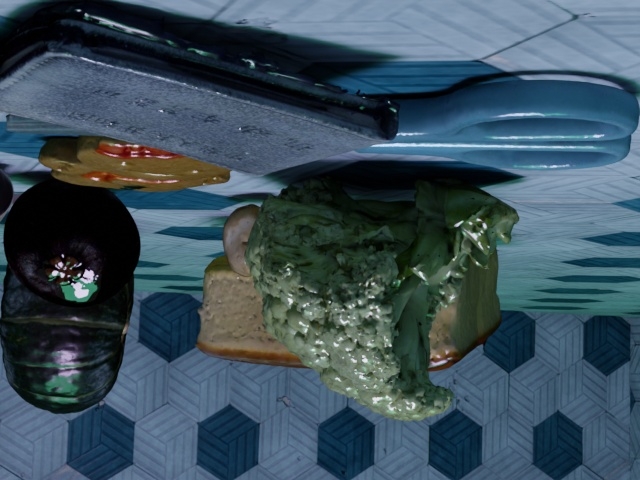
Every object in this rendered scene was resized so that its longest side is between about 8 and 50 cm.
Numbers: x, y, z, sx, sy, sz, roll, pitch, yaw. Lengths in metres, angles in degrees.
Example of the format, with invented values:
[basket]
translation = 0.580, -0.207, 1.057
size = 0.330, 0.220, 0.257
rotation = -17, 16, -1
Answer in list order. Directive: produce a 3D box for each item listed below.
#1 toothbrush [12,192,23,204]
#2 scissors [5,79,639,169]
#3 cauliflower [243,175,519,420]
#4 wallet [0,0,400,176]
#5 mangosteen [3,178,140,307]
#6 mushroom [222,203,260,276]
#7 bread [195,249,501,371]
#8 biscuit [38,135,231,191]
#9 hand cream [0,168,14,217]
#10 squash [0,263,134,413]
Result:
[toothbrush]
translation = -0.316, -0.045, 1.361
size = 0.194, 0.014, 0.017
rotation = 1, 174, 11
[scissors]
translation = -0.010, -0.079, 0.869
size = 0.447, 0.029, 0.192
rotation = 1, 174, 10
[cauliflower]
translation = 0.066, 0.022, 1.178
size = 0.250, 0.275, 0.272
rotation = -38, 123, 15
[wallet]
translation = -0.086, -0.081, 0.739
size = 0.222, 0.036, 0.167
rotation = 15, 167, -31
[mangosteen]
translation = -0.250, -0.007, 1.260
size = 0.137, 0.137, 0.151
rotation = 3, -154, -9
[mushroom]
translation = 0.000, 0.002, 1.363
size = 0.213, 0.088, 0.097
rotation = 6, 174, -23
[bread]
translation = 0.051, 0.076, 1.584
size = 0.333, 0.143, 0.323
rotation = 1, -174, 20
[biscuit]
translation = -0.145, -0.064, 1.036
size = 0.166, 0.036, 0.225
rotation = 6, 173, -25
[hand cream]
translation = -0.341, -0.037, 1.225
size = 0.054, 0.087, 0.186
rotation = -44, -169, -21
[squash]
translation = -0.333, 0.099, 1.631
size = 0.165, 0.252, 0.252
rotation = 9, 173, -7
